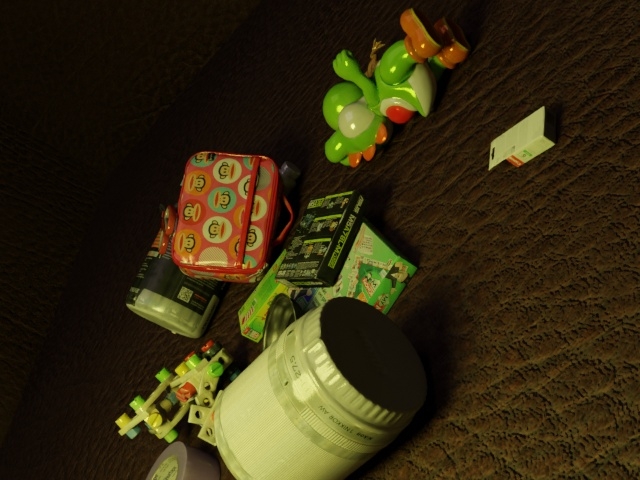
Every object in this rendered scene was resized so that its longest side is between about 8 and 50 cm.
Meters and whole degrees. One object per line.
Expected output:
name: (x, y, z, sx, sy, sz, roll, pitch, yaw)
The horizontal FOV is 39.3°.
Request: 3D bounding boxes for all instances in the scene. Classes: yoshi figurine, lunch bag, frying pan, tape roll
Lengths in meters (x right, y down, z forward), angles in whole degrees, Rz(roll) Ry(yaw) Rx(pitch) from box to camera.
yoshi figurine: (0.115, -0.312, 1.787, 0.362, 0.204, 0.203, -47, 10, 34)
lunch bag: (-0.191, -0.050, 2.033, 0.120, 0.258, 0.293, 77, -161, -71)
frying pan: (-0.044, 0.158, 1.596, 0.326, 0.053, 0.197, 122, 147, -48)
tape roll: (-0.279, 0.494, 1.746, 0.189, 0.080, 0.189, -44, 27, 30)

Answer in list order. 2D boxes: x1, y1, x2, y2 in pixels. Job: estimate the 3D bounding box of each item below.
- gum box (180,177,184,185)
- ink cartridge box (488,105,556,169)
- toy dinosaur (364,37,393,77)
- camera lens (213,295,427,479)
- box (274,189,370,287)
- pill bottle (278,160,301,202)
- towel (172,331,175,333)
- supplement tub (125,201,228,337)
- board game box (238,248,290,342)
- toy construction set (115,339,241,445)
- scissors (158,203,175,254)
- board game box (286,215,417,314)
gum box: (-0.245, -0.117, 2.271, 0.157, 0.184, 0.041, 0, 63, 64)
ink cartridge box: (0.309, -0.149, 1.374, 0.115, 0.029, 0.062, -35, 33, 46)
toy dinosaur: (0.122, -0.382, 1.991, 0.211, 0.064, 0.112, -13, 52, 60)
camera lens: (-0.007, 0.240, 1.311, 0.274, 0.219, 0.219, -46, 27, 29)
box: (0.000, 0.000, 1.694, 0.191, 0.045, 0.184, -8, 53, 63)
pill bottle: (-0.099, -0.130, 2.139, 0.116, 0.065, 0.065, -51, 24, 19)
towel: (-0.382, 0.165, 2.414, 0.144, 0.029, 0.197, -61, 23, -2)
supplement tub: (-0.313, 0.050, 2.183, 0.207, 0.207, 0.338, -3, 59, 63)
board game box: (-0.103, 0.115, 1.882, 0.181, 0.043, 0.092, -53, 24, 16)
toy construction set: (-0.275, 0.324, 1.849, 0.328, 0.151, 0.215, -12, 27, 51)
scissors: (-0.360, -0.065, 2.105, 0.297, 0.021, 0.109, -108, 33, -63)
board game box: (0.046, 0.072, 1.627, 0.213, 0.046, 0.317, -56, 23, 8)
